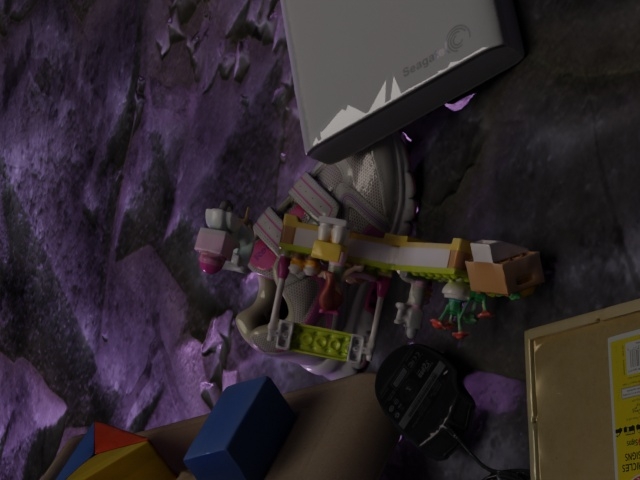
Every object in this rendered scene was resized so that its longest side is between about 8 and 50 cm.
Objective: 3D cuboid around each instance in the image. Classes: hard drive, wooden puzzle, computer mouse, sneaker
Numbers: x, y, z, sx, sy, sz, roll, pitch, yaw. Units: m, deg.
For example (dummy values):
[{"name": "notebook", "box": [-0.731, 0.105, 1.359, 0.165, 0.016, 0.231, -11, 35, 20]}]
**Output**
[{"name": "hard drive", "box": [0.049, -0.239, 1.592, 0.203, 0.040, 0.307, -28, 58, 33]}, {"name": "wooden puzzle", "box": [-0.132, 0.222, 1.561, 0.348, 0.080, 0.322, -13, 29, 32]}, {"name": "computer mouse", "box": [0.116, 0.153, 1.478, 0.071, 0.041, 0.242, -55, 40, 11]}, {"name": "sneaker", "box": [0.000, 0.000, 1.634, 0.103, 0.111, 0.252, 39, 119, 58]}]

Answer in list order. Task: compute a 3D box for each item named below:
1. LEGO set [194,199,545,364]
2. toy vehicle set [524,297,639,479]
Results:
[{"name": "LEGO set", "box": [0.045, 0.045, 1.511, 0.287, 0.132, 0.107, 9, 85, 28]}, {"name": "toy vehicle set", "box": [0.223, 0.120, 1.269, 0.267, 0.035, 0.166, -22, 67, 60]}]
